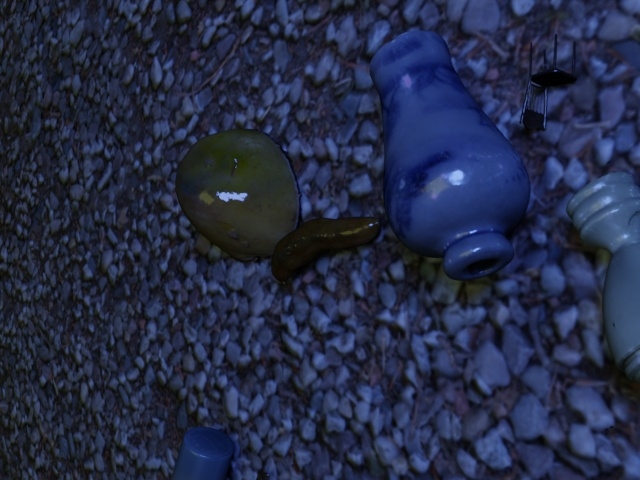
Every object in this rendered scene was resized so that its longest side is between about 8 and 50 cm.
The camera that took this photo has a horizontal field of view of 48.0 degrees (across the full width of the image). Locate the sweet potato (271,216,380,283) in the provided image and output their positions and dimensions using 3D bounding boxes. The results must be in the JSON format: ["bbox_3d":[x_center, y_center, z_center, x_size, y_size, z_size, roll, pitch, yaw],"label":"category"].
[{"bbox_3d":[-0.001,-0.001,0.888,0.182,0.053,0.054,-25,33,38],"label":"sweet potato"}]

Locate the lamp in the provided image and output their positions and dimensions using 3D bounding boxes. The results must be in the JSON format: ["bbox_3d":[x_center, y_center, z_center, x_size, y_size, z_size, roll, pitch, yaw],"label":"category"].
[{"bbox_3d":[0.270,0.035,0.594,0.106,0.106,0.193,-43,50,35],"label":"lamp"}]

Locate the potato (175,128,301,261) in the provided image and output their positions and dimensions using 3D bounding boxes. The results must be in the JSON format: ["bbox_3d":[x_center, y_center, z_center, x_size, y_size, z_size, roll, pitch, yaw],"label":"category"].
[{"bbox_3d":[-0.132,-0.063,0.977,0.182,0.117,0.202,-48,57,29],"label":"potato"}]

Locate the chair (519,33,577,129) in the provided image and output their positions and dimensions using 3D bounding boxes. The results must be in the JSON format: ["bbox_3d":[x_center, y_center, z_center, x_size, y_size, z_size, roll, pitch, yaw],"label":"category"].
[{"bbox_3d":[0.219,-0.150,0.687,0.042,0.037,0.086,5,88,56],"label":"chair"}]

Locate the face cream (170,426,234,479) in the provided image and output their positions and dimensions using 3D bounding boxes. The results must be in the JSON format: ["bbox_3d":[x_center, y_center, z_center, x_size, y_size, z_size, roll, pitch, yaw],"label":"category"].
[{"bbox_3d":[-0.193,0.395,1.040,0.077,0.077,0.250,31,110,41],"label":"face cream"}]

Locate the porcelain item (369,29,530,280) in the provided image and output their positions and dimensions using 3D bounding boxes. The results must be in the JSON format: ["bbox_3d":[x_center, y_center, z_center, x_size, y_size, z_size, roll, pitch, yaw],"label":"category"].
[{"bbox_3d":[0.122,-0.087,0.720,0.141,0.141,0.259,-35,56,38],"label":"porcelain item"}]

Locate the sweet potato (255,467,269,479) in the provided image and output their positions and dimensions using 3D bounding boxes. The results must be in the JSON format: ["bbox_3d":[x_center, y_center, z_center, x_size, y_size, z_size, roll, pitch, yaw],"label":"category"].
[{"bbox_3d":[0.031,0.337,0.800,0.422,0.130,0.131,-15,78,51],"label":"sweet potato"}]
